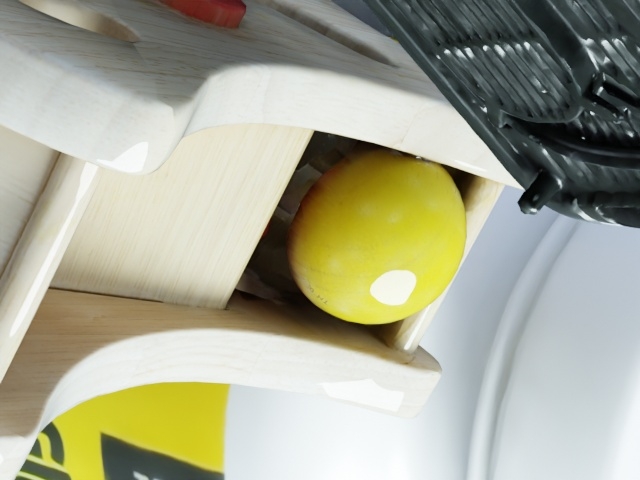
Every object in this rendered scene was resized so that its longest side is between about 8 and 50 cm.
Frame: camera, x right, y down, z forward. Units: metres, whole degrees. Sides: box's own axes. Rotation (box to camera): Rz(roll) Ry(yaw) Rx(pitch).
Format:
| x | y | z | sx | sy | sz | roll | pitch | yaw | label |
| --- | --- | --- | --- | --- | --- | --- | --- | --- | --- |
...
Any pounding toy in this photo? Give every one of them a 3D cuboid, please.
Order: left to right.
| x | y | z | sx | sy | sz | roll | pitch | yaw | label |
| --- | --- | --- | --- | --- | --- | --- | --- | --- | --- |
| -0.046 | -0.050 | 0.385 | 0.269 | 0.155 | 0.154 | 13 | -160 | -45 | pounding toy |

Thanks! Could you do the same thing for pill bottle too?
| x | y | z | sx | sy | sz | roll | pitch | yaw | label |
| --- | --- | --- | --- | --- | --- | --- | --- | --- | --- |
| -0.026 | 0.022 | 0.625 | 0.334 | 0.188 | 0.188 | 13 | 150 | 33 | pill bottle |

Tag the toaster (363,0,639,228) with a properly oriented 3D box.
| x | y | z | sx | sy | sz | roll | pitch | yaw | label |
| --- | --- | --- | --- | --- | --- | --- | --- | --- | --- |
| 0.071 | -0.080 | 0.341 | 0.186 | 0.110 | 0.168 | 47 | 162 | -20 | toaster |
